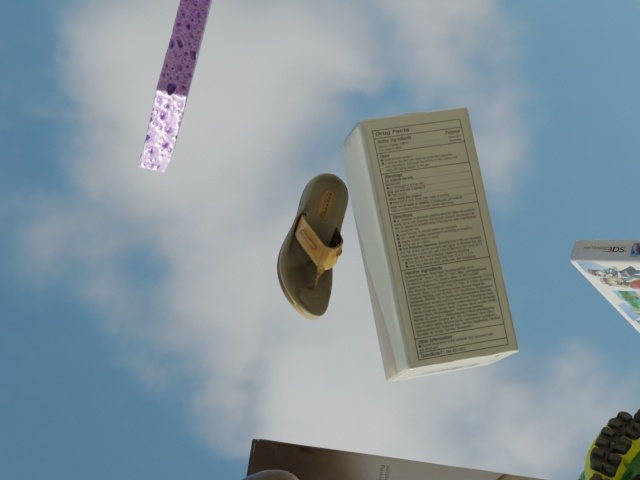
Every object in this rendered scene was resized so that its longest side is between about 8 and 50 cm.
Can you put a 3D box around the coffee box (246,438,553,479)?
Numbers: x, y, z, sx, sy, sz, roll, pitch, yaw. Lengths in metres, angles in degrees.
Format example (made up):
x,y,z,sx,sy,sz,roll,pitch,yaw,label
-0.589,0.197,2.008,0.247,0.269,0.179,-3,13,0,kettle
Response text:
x,y,z,sx,sy,sz,roll,pitch,yaw,label
0.083,0.265,1.287,0.119,0.297,0.168,65,-148,-77,coffee box

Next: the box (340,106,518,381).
x,y,z,sx,sy,sz,roll,pitch,yaw,label
0.130,0.005,1.953,0.148,0.121,0.311,-7,-101,-13,box

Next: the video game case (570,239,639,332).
x,y,z,sx,sy,sz,roll,pitch,yaw,label
0.502,0.091,1.902,0.329,0.300,0.036,40,-118,-42,video game case

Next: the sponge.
x,y,z,sx,sy,sz,roll,pitch,yaw,label
-0.130,-0.180,1.510,0.031,0.117,0.210,14,-126,-6,sponge

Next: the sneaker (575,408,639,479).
x,y,z,sx,sy,sz,roll,pitch,yaw,label
0.258,0.306,1.548,0.134,0.146,0.343,35,-142,22,sneaker

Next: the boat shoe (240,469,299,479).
x,y,z,sx,sy,sz,roll,pitch,yaw,label
-0.074,0.270,0.937,0.089,0.105,0.285,40,-113,-26,boat shoe

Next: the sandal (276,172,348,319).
x,y,z,sx,sy,sz,roll,pitch,yaw,label
0.000,0.000,1.772,0.072,0.049,0.180,28,-119,-25,sandal
